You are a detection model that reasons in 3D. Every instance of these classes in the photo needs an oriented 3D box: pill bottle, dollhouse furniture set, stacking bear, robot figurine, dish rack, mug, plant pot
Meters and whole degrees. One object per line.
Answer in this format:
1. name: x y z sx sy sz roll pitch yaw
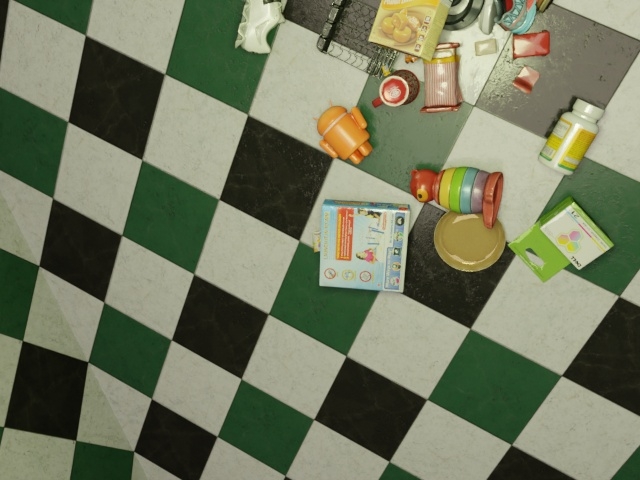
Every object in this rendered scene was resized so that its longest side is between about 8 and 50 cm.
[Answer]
1. pill bottle: 0.757 -0.313 1.717 0.117 0.117 0.209 26 114 8
2. dollhouse furniture set: 0.490 -0.505 1.716 0.373 0.152 0.202 -1 108 18
3. stacking bear: 0.430 -0.165 1.854 0.288 0.164 0.176 11 137 25
4. robot figurine: 0.078 -0.361 1.914 0.219 0.128 0.158 47 158 -2
5. dish rack: 0.132 -0.653 1.828 0.271 0.074 0.208 28 116 5
6. mug: 0.238 -0.462 1.803 0.113 0.169 0.150 34 115 4
7. plant pot: 0.509 -0.010 1.948 0.236 0.032 0.237 6 109 17

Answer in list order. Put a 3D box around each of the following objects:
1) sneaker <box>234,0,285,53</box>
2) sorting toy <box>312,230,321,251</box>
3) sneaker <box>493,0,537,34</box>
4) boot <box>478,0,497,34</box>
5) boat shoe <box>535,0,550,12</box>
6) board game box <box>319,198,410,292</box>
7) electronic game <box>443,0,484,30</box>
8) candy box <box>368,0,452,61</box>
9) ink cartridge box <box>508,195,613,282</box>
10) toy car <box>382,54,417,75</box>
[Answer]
1. sneaker: -0.175 -0.779 1.870 0.146 0.122 0.331 14 112 -6
2. sorting toy: 0.000 0.000 2.116 0.083 0.045 0.075 -15 84 22
3. sneaker: 0.537 -0.718 1.592 0.125 0.104 0.262 0 89 -23
4. boot: 0.462 -0.747 1.689 0.123 0.095 0.259 11 109 27
5. boat shoe: 0.664 -0.800 1.593 0.104 0.110 0.308 29 105 11
6. board game box: 0.153 0.018 2.015 0.301 0.086 0.309 5 110 6
7. electronic game: 0.384 -0.737 1.680 0.229 0.048 0.229 33 140 33
8. candy box: 0.278 -0.695 1.623 0.182 0.087 0.317 28 109 29
9. ink cartridge box: 0.767 0.014 1.838 0.189 0.097 0.255 46 114 -1
10. toy car: 0.250 -0.558 1.779 0.122 0.060 0.041 -28 113 5
